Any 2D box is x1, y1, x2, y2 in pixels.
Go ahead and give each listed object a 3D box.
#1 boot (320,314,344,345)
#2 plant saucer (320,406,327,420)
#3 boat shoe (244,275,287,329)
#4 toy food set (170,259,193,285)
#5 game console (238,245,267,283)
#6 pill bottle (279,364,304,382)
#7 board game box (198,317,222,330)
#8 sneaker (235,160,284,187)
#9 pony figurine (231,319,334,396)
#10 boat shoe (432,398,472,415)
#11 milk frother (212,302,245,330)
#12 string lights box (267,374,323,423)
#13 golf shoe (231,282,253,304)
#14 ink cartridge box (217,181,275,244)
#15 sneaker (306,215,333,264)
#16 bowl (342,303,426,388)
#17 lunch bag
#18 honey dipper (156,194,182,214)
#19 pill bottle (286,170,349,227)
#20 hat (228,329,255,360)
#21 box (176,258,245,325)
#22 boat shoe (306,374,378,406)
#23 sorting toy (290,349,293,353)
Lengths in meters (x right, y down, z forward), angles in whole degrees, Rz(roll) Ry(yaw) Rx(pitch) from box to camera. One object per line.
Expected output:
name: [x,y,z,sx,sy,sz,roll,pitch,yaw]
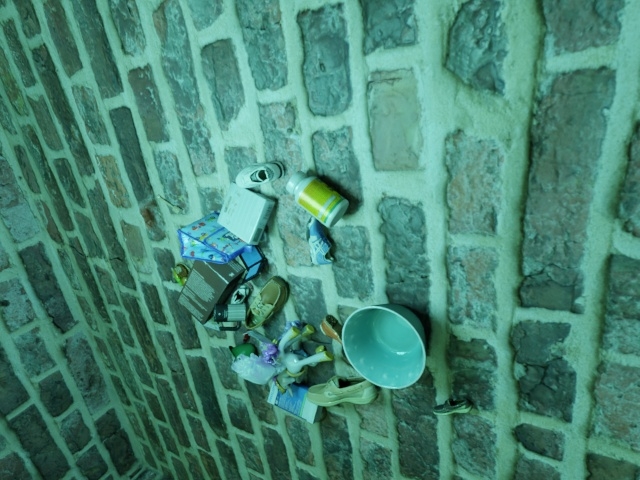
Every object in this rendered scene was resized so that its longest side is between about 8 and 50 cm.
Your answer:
boot: [0.064,0.387,1.742,0.158,0.059,0.084,48,134,15]
plant saucer: [-0.062,0.821,2.065,0.199,0.036,0.198,15,120,27]
boat shoe: [-0.246,0.292,1.853,0.123,0.120,0.323,38,129,12]
toy food set: [-0.705,0.174,2.152,0.192,0.038,0.132,-23,100,39]
game console: [-0.309,0.101,1.822,0.085,0.124,0.144,38,135,-24]
pill bottle: [-0.142,0.628,1.995,0.120,0.067,0.066,8,118,30]
board game box: [-0.589,0.408,2.206,0.154,0.026,0.103,9,118,30]
sneaker: [-0.251,-0.244,1.592,0.235,0.095,0.090,-11,109,39]
pony figurine: [-0.170,0.507,1.836,0.351,0.302,0.363,39,114,-9]
boat shoe: [0.491,0.620,1.580,0.152,0.056,0.049,-23,95,30]
milk frother: [-0.421,0.337,1.923,0.143,0.135,0.129,-135,51,-66]
string lights box: [-0.115,0.749,2.000,0.260,0.077,0.133,15,89,28]
golf shoe: [-0.386,0.265,1.956,0.067,0.086,0.186,43,131,7]
ink cartridge box: [-0.303,-0.111,1.686,0.232,0.066,0.188,30,101,42]
sneaker: [0.000,0.000,1.571,0.081,0.080,0.211,5,126,25]
bowl: [0.251,0.350,1.508,0.312,0.163,0.311,11,112,29]
lunch bag: [-0.401,0.007,1.740,0.294,0.221,0.138,16,122,26]
honey dipper: [-0.719,-0.172,1.987,0.161,0.030,0.030,31,127,20]
pill bottle: [-0.014,-0.150,1.467,0.208,0.118,0.117,38,129,11]
hat: [-0.341,0.530,2.106,0.173,0.183,0.208,44,172,15]
box: [-0.524,0.212,1.985,0.191,0.143,0.381,42,131,5]
boat shoe: [0.083,0.638,1.826,0.342,0.122,0.110,-14,101,27]
sorting toy: [-0.159,0.541,1.986,0.083,0.045,0.075,18,103,26]
